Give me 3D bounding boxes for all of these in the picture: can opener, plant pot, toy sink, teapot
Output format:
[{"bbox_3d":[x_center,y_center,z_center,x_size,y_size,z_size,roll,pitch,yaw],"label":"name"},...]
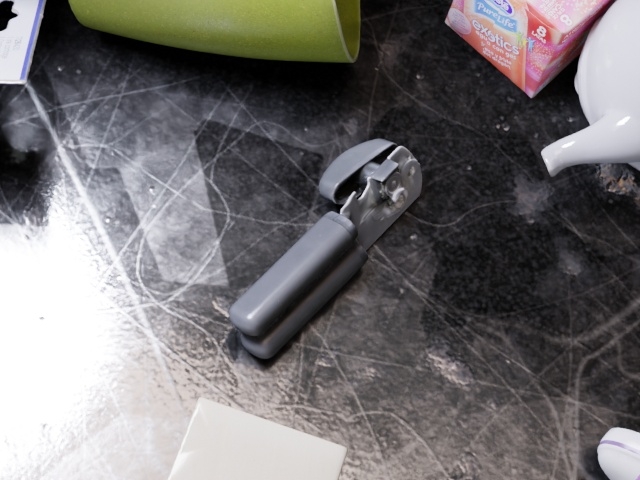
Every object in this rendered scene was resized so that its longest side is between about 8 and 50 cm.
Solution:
[{"bbox_3d":[0.000,0.000,1.564,0.095,0.076,0.283,27,63,40],"label":"can opener"},{"bbox_3d":[-0.121,-0.314,1.585,0.293,0.275,0.274,-5,67,8],"label":"plant pot"},{"bbox_3d":[-0.086,0.294,1.384,0.153,0.131,0.234,18,61,1],"label":"toy sink"},{"bbox_3d":[0.370,-0.182,1.615,0.256,0.187,0.252,8,85,-50],"label":"teapot"}]

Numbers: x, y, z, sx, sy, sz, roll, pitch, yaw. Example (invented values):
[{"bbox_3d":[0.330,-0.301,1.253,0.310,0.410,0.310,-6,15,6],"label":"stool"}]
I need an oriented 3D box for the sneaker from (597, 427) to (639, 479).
[{"bbox_3d":[0.350,0.324,1.444,0.161,0.102,0.282,-41,77,-17],"label":"sneaker"}]

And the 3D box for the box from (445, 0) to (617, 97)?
[{"bbox_3d":[0.302,-0.329,1.683,0.142,0.154,0.300,43,68,11],"label":"box"}]

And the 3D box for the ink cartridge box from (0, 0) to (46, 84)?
[{"bbox_3d":[-0.441,-0.213,1.513,0.307,0.072,0.303,4,33,-6],"label":"ink cartridge box"}]
